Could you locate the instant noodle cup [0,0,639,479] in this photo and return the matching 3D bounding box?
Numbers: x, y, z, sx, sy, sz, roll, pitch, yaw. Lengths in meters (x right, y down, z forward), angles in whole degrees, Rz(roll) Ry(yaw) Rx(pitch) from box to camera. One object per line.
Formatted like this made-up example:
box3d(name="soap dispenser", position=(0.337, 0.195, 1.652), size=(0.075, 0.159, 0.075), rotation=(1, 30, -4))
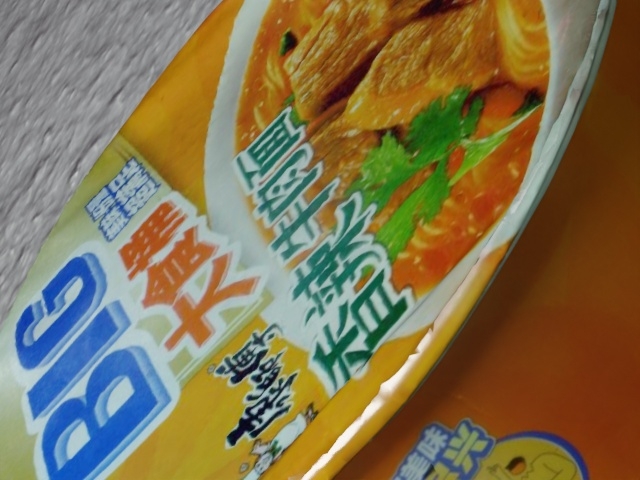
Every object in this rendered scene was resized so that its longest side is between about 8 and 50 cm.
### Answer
box3d(name="instant noodle cup", position=(0.054, 0.040, 0.603), size=(0.296, 0.214, 0.296), rotation=(-39, 29, 27))
